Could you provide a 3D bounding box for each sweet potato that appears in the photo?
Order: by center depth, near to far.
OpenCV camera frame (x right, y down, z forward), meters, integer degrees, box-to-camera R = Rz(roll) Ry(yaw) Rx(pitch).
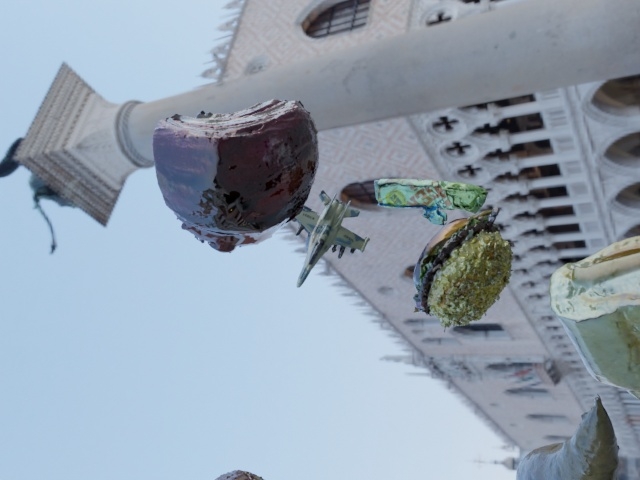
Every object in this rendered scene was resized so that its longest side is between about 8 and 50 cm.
[{"bbox_3d":[0.376,0.355,0.988,0.423,0.130,0.131,78,-158,-59],"label":"sweet potato"}]

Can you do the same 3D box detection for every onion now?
[{"bbox_3d":[-0.127,-0.105,1.183,0.146,0.314,0.280,-136,32,-63],"label":"onion"}]

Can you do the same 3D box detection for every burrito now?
[{"bbox_3d":[0.248,-0.090,1.514,0.054,0.288,0.104,-21,-68,-55],"label":"burrito"}]

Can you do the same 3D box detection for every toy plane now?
[{"bbox_3d":[-0.003,0.005,1.383,0.262,0.192,0.088,-62,2,-30],"label":"toy plane"}]

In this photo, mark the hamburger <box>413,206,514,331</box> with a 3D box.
[{"bbox_3d":[0.295,0.060,1.313,0.243,0.138,0.262,-34,-41,-23],"label":"hamburger"}]

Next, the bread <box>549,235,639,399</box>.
[{"bbox_3d":[0.620,0.143,1.198,0.341,0.300,0.210,49,-139,-28],"label":"bread"}]

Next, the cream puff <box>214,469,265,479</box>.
[{"bbox_3d":[-0.103,0.389,0.934,0.149,0.149,0.084,12,-71,-59],"label":"cream puff"}]
